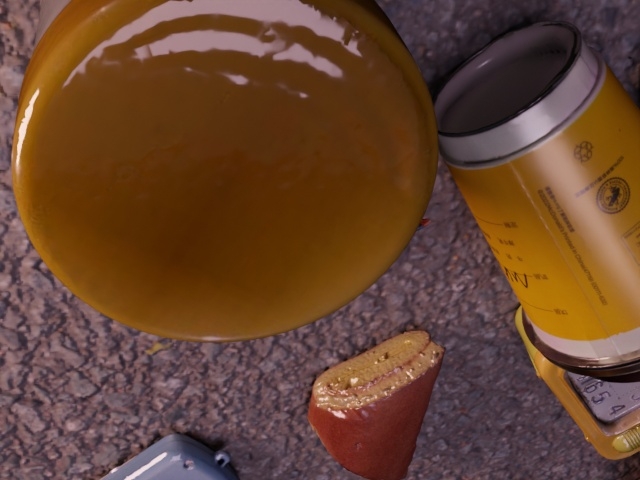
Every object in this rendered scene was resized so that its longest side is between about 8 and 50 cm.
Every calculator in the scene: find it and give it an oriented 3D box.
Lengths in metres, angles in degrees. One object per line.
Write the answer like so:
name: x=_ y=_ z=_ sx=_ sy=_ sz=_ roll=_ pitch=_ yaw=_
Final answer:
calculator: x=-0.178 y=0.276 z=0.948 sx=0.210 sy=0.039 sz=0.121 roll=-35 pitch=127 yaw=12

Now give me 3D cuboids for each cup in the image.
cup: x=0.212 y=-0.028 z=0.740 sx=0.196 sy=0.196 sz=0.280 roll=-34 pitch=117 yaw=12

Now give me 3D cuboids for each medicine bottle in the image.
medicine bottle: x=-0.067 y=-0.093 z=0.589 sx=0.237 sy=0.232 sz=0.238 roll=-6 pitch=125 yaw=-8

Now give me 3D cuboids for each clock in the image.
clock: x=0.300 y=0.120 z=0.914 sx=0.143 sy=0.096 sz=0.202 roll=-32 pitch=125 yaw=14

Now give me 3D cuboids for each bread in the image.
bread: x=0.050 y=0.177 z=0.911 sx=0.119 sy=0.067 sz=0.193 roll=-1 pitch=125 yaw=-12

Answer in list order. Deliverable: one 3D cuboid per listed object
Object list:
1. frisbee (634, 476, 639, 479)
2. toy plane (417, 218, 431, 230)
frisbee: x=0.464 y=0.373 z=1.170 sx=0.250 sy=0.021 sz=0.251 roll=-5 pitch=120 yaw=-8
toy plane: x=-0.001 y=-0.002 z=0.778 sx=0.189 sy=0.061 sz=0.130 roll=-16 pitch=127 yaw=-7
